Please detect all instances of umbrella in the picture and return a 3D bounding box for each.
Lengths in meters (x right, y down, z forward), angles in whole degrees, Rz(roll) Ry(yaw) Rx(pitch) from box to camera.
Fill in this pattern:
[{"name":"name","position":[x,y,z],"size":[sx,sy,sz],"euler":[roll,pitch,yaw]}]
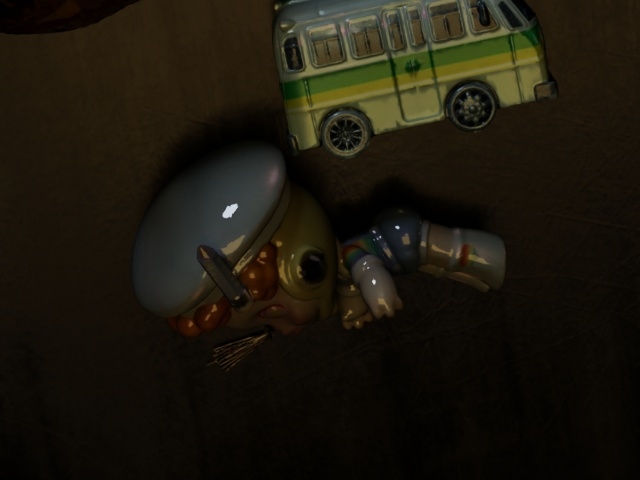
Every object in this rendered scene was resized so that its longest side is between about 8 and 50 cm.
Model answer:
[{"name":"umbrella","position":[-0.087,0.119,1.994],"size":[0.083,0.020,0.031],"euler":[-30,106,2]}]

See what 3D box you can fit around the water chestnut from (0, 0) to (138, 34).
[{"name":"water chestnut","position":[-0.278,-0.342,1.692],"size":[0.335,0.347,0.335],"euler":[2,115,4]}]

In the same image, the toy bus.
[{"name":"toy bus","position":[0.089,-0.188,1.845],"size":[0.276,0.134,0.165],"euler":[-13,106,3]}]

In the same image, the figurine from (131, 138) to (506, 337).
[{"name":"figurine","position":[-0.006,0.002,1.908],"size":[0.381,0.224,0.205],"euler":[3,86,-27]}]
